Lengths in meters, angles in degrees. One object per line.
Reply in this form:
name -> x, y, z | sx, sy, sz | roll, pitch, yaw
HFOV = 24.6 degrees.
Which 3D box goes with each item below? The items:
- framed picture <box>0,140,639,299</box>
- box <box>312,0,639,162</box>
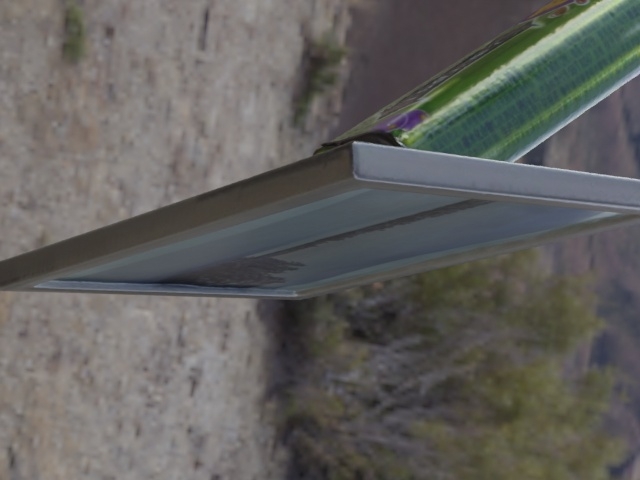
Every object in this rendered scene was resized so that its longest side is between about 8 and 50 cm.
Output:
framed picture -> 0.000, 0.000, 0.728 | 0.213, 0.289, 0.016 | 4, 77, -41
box -> 0.157, -0.117, 1.195 | 0.345, 0.134, 0.097 | -34, 102, -31
